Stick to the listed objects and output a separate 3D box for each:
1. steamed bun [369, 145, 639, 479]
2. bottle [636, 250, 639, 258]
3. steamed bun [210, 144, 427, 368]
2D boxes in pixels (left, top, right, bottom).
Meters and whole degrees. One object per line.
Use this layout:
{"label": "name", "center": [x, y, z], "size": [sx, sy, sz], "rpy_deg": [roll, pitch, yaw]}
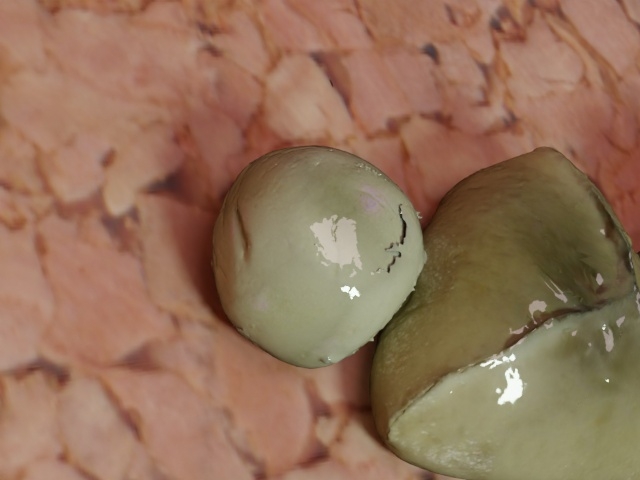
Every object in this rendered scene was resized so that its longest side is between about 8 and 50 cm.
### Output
{"label": "steamed bun", "center": [0.133, 0.037, 1.139], "size": [0.231, 0.110, 0.212], "rpy_deg": [9, 59, -35]}
{"label": "bottle", "center": [0.309, 0.087, 1.230], "size": [0.120, 0.120, 0.253], "rpy_deg": [-28, 83, -43]}
{"label": "steamed bun", "center": [0.000, 0.000, 1.072], "size": [0.112, 0.091, 0.130], "rpy_deg": [40, 48, -8]}
